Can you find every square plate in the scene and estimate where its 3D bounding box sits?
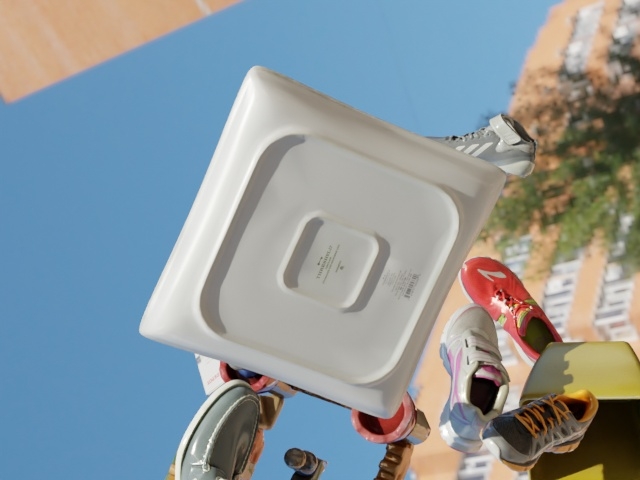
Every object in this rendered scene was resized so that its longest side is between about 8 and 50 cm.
[{"bbox_3d":[0.009,0.017,1.514,0.344,0.347,0.049,21,-169,-16],"label":"square plate"}]

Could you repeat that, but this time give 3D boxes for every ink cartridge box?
[{"bbox_3d":[-0.146,0.157,1.967,0.056,0.099,0.135,2,-119,-40],"label":"ink cartridge box"}]

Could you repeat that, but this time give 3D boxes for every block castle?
[{"bbox_3d":[-0.065,0.375,1.749,0.453,0.303,0.213,-69,-25,-7],"label":"block castle"}]

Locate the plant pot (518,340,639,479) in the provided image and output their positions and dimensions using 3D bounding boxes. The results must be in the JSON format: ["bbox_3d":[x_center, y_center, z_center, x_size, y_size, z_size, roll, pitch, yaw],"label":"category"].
[{"bbox_3d":[0.460,0.284,2.190,0.187,0.212,0.212,-71,-26,-52],"label":"plant pot"}]

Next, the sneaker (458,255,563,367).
[{"bbox_3d":[0.382,0.135,2.473,0.279,0.107,0.118,47,175,2],"label":"sneaker"}]

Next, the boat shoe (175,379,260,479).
[{"bbox_3d":[-0.136,0.342,1.670,0.116,0.099,0.319,27,-97,-47],"label":"boat shoe"}]

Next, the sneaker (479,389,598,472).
[{"bbox_3d":[0.293,0.245,1.722,0.215,0.083,0.084,-10,-129,-47],"label":"sneaker"}]

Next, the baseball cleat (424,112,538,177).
[{"bbox_3d":[0.272,-0.174,2.211,0.072,0.206,0.109,-56,-24,-62],"label":"baseball cleat"}]

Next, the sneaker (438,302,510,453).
[{"bbox_3d":[0.260,0.212,2.082,0.103,0.111,0.252,13,-120,-19],"label":"sneaker"}]
